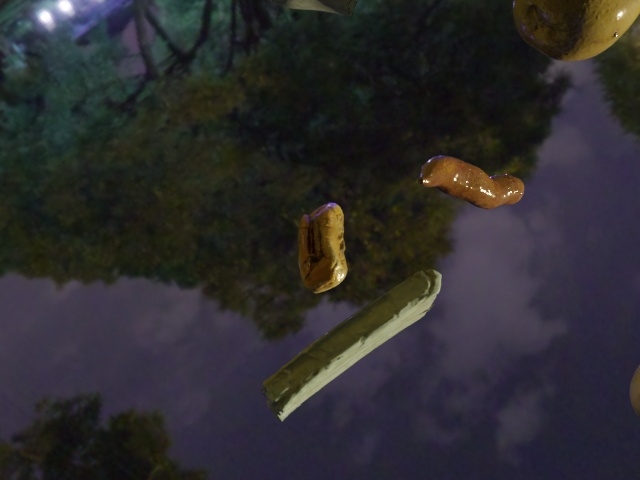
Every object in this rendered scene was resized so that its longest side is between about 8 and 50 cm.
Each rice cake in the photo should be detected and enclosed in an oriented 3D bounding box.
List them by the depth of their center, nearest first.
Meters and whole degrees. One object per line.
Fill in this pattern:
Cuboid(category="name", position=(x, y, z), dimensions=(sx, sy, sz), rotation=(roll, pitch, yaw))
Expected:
Cuboid(category="rice cake", position=(0.034, 0.105, 0.900), dimensions=(0.211, 0.038, 0.124), rotation=(-34, 167, -12))

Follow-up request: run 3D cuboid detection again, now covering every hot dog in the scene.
Cuboid(category="hot dog", position=(0.000, 0.000, 1.639), dimensions=(0.084, 0.073, 0.242), rotation=(-23, -148, 16))

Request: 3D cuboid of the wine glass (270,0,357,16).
Cuboid(category="wine glass", position=(-0.046, -0.344, 1.110), dimensions=(0.202, 0.093, 0.093), rotation=(15, -140, 8))

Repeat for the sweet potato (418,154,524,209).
Cuboid(category="sweet potato", position=(0.226, -0.092, 1.385), dimensions=(0.059, 0.281, 0.067), rotation=(-18, -110, 43))

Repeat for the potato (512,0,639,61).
Cuboid(category="potato", position=(0.374, -0.339, 1.223), dimensions=(0.194, 0.157, 0.157), rotation=(-31, -159, -20))

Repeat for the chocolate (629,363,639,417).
Cuboid(category="chocolate", position=(0.543, 0.230, 1.309), dimensions=(0.221, 0.221, 0.147), rotation=(-42, -124, -17))
